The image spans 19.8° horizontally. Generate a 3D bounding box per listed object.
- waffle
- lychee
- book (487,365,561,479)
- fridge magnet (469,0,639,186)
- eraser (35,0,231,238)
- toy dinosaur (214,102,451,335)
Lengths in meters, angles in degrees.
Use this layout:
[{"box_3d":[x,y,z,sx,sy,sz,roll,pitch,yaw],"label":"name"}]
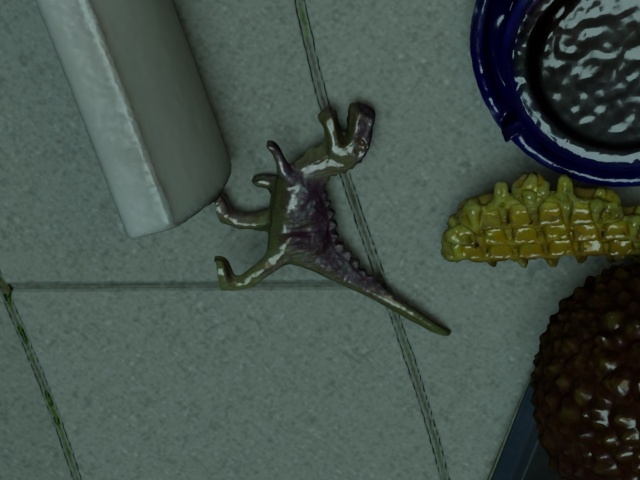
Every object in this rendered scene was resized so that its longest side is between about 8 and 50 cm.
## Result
[{"box_3d":[0.216,-0.005,1.697,0.192,0.046,0.160,16,148,-14],"label":"waffle"},{"box_3d":[0.316,0.147,1.627,0.271,0.271,0.271,5,114,11],"label":"lychee"},{"box_3d":[0.266,0.242,1.823,0.191,0.025,0.269,20,116,3],"label":"book"},{"box_3d":[0.260,-0.168,1.597,0.265,0.113,0.265,5,116,11],"label":"fridge magnet"},{"box_3d":[-0.171,-0.156,1.669,0.094,0.174,0.270,-12,110,18],"label":"eraser"},{"box_3d":[-0.001,0.000,1.759,0.199,0.072,0.251,-13,100,7],"label":"toy dinosaur"}]
